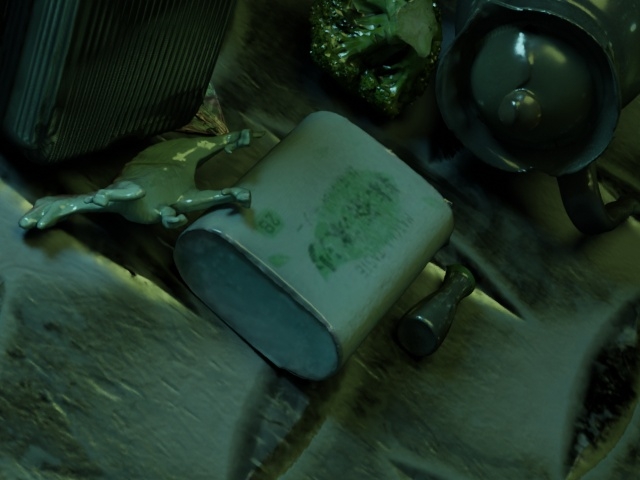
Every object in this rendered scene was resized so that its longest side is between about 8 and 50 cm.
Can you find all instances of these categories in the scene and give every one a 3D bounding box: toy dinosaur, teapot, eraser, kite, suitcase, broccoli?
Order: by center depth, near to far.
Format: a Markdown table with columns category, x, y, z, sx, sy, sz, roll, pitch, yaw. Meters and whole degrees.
| category | x | y | z | sx | sy | sz | roll | pitch | yaw |
| --- | --- | --- | --- | --- | --- | --- | --- | --- | --- |
| suitcase | -0.163 | -0.215 | 1.533 | 0.202 | 0.312 | 0.128 | -19 | 52 | -42 |
| toy dinosaur | -0.127 | -0.057 | 1.600 | 0.242 | 0.167 | 0.053 | -53 | 138 | -60 |
| eraser | 0.000 | 0.000 | 1.652 | 0.174 | 0.081 | 0.227 | 38 | 41 | 4 |
| teapot | 0.107 | 0.059 | 1.717 | 0.043 | 0.043 | 0.111 | 42 | 39 | 0 |
| kite | -0.138 | -0.142 | 1.720 | 0.156 | 0.011 | 0.139 | 42 | 39 | -2 |
| broccoli | 0.058 | -0.199 | 1.835 | 0.146 | 0.138 | 0.162 | 9 | 89 | -26 |
| teapot | 0.218 | -0.152 | 1.876 | 0.223 | 0.305 | 0.285 | 12 | 35 | 14 |
